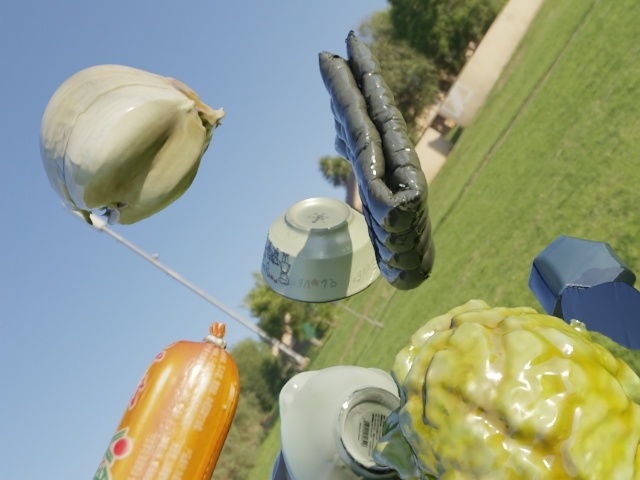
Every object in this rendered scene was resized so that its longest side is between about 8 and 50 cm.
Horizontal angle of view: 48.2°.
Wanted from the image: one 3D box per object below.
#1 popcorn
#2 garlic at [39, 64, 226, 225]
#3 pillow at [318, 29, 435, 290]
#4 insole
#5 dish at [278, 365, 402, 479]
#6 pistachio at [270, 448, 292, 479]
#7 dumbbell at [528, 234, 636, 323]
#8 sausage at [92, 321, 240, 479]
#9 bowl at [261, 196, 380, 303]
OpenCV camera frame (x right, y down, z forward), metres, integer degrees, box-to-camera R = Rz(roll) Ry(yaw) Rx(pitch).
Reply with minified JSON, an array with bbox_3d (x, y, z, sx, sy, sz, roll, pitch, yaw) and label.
[{"bbox_3d":[0.177,0.190,0.665,0.247,0.282,0.282,-34,-17,-28],"label":"popcorn"},{"bbox_3d":[-0.240,-0.114,0.868,0.203,0.184,0.281,-56,13,10],"label":"garlic"},{"bbox_3d":[0.085,-0.111,1.037,0.101,0.326,0.228,-19,-34,1],"label":"pillow"},{"bbox_3d":[0.372,0.094,0.939,0.253,0.005,0.086,165,98,-84],"label":"insole"},{"bbox_3d":[0.048,0.248,0.862,0.246,0.224,0.078,-60,6,-34],"label":"dish"},{"bbox_3d":[0.004,0.321,1.009,0.136,0.136,0.226,-59,-15,17],"label":"pistachio"},{"bbox_3d":[0.415,0.151,1.205,0.160,0.144,0.325,-110,11,-47],"label":"dumbbell"},{"bbox_3d":[-0.109,0.156,0.453,0.071,0.071,0.234,111,179,-62],"label":"sausage"},{"bbox_3d":[0.000,0.000,1.368,0.238,0.237,0.126,-49,-35,-50],"label":"bowl"}]
